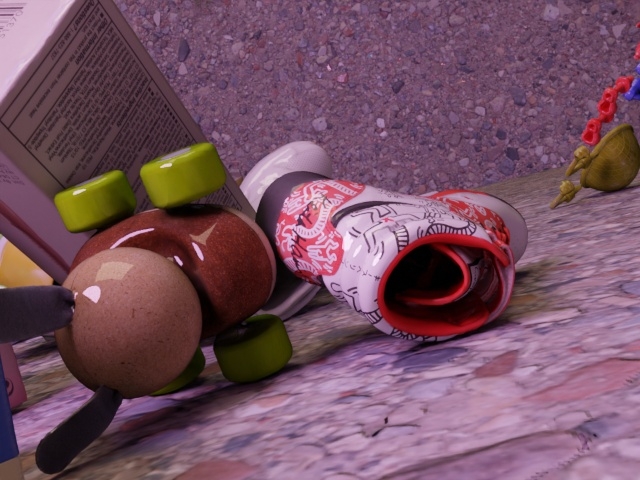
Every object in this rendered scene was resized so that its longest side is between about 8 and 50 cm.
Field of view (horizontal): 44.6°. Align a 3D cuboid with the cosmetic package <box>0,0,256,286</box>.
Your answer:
[{"bbox_3d":[-0.188,-0.056,0.648,0.129,0.296,0.153,9,59,28],"label":"cosmetic package"}]

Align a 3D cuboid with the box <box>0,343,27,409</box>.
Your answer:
[{"bbox_3d":[-0.351,0.046,0.601,0.148,0.232,0.127,-13,4,23],"label":"box"}]

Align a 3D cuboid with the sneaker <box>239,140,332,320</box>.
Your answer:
[{"bbox_3d":[-0.028,-0.012,0.841,0.169,0.108,0.292,-7,38,44],"label":"sneaker"}]

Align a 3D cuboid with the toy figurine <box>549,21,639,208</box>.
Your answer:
[{"bbox_3d":[0.501,-0.140,1.075,0.191,0.217,0.363,-34,-30,-36],"label":"toy figurine"}]

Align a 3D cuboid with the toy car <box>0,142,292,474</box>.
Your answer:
[{"bbox_3d":[-0.124,0.048,0.470,0.148,0.155,0.188,-13,16,28],"label":"toy car"}]

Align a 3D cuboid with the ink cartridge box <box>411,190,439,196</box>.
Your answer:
[{"bbox_3d":[0.000,0.000,1.314,0.324,0.072,0.330,-18,3,-16],"label":"ink cartridge box"}]

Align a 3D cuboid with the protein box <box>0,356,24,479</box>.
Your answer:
[{"bbox_3d":[-0.252,0.058,0.302,0.201,0.136,0.199,-17,25,-35],"label":"protein box"}]

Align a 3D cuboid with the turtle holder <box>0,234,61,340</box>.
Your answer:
[{"bbox_3d":[-0.348,0.017,1.048,0.227,0.244,0.320,12,-4,24],"label":"turtle holder"}]

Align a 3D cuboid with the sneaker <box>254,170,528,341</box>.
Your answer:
[{"bbox_3d":[0.097,0.017,0.561,0.270,0.090,0.145,7,16,-39],"label":"sneaker"}]

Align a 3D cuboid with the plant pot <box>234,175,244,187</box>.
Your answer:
[{"bbox_3d":[-0.150,-0.021,1.129,0.134,0.095,0.134,-28,7,4],"label":"plant pot"}]
